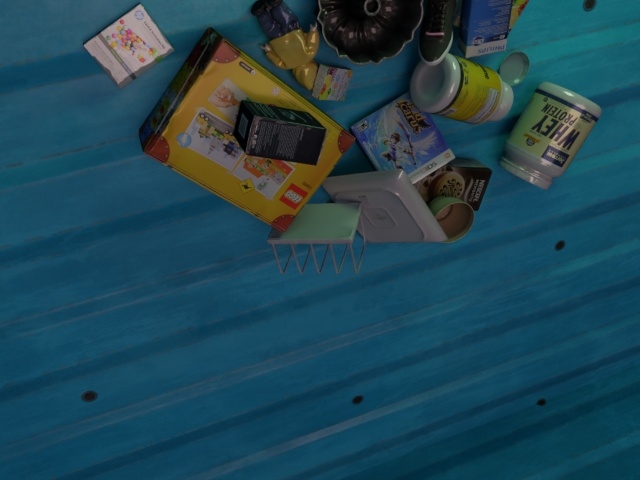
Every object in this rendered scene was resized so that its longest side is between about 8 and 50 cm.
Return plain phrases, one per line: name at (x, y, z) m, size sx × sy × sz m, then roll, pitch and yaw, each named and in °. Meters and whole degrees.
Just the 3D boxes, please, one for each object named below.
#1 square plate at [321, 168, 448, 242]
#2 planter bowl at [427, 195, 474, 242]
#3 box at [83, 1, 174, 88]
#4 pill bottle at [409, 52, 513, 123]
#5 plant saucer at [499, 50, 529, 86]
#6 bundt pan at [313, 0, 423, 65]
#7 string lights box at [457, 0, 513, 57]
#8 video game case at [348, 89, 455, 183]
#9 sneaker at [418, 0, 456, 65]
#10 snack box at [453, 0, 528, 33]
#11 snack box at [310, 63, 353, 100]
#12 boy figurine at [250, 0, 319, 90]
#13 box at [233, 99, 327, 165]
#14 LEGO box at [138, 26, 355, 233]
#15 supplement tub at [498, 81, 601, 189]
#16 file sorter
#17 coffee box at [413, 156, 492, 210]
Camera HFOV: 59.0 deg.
square plate at (0.202, -0.093, 1.895) m, size 0.344 × 0.347 × 0.049 m, roll 49°, pitch 56°, yaw -35°
planter bowl at (0.432, -0.087, 1.958) m, size 0.162 × 0.109 × 0.162 m, roll -10°, pitch 125°, yaw -15°
box at (-0.513, -0.521, 1.523) m, size 0.186 × 0.038 × 0.145 m, roll -36°, pitch 125°, yaw 0°
pill bottle at (0.464, -0.479, 1.822) m, size 0.334 × 0.188 × 0.187 m, roll 3°, pitch 118°, yaw -38°
plant saucer at (0.663, -0.593, 1.951) m, size 0.120 × 0.021 × 0.119 m, roll -10°, pitch 121°, yaw -17°
bundt pan at (0.127, -0.680, 1.629) m, size 0.331 × 0.124 × 0.330 m, roll -9°, pitch 120°, yaw -16°
string lights box at (0.494, -0.688, 1.689) m, size 0.134 × 0.076 × 0.259 m, roll -12°, pitch 139°, yaw -4°
video game case at (0.267, -0.318, 1.856) m, size 0.244 × 0.061 × 0.269 m, roll -33°, pitch 94°, yaw -2°
sneaker at (0.338, -0.669, 1.647) m, size 0.147 × 0.105 × 0.295 m, roll 32°, pitch 72°, yaw -68°
snack box at (0.528, -0.737, 1.759) m, size 0.207 × 0.070 × 0.174 m, roll 6°, pitch 134°, yaw -22°
snack box at (0.037, -0.479, 1.721) m, size 0.141 × 0.037 × 0.100 m, roll -17°, pitch 133°, yaw -54°
boy figurine at (-0.076, -0.566, 1.626) m, size 0.177 × 0.092 × 0.285 m, roll -22°, pitch 129°, yaw 20°
box at (-0.109, -0.287, 1.510) m, size 0.207 × 0.153 × 0.108 m, roll 6°, pitch 116°, yaw -24°
LEGO box at (-0.209, -0.308, 1.670) m, size 0.500 × 0.193 × 0.372 m, roll 31°, pitch 104°, yaw -33°
supplement tub at (0.802, -0.368, 2.005) m, size 0.236 × 0.235 × 0.324 m, roll 16°, pitch 111°, yaw -28°
file sorter at (0.000, 0.000, 1.866) m, size 0.278 × 0.192 × 0.173 m, roll -1°, pitch 130°, yaw 17°
coffee box at (0.440, -0.207, 2.027) m, size 0.298 × 0.119 × 0.168 m, roll 1°, pitch 119°, yaw -21°
